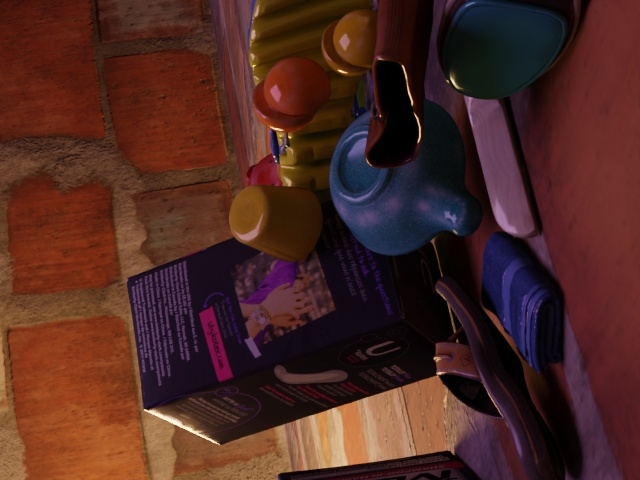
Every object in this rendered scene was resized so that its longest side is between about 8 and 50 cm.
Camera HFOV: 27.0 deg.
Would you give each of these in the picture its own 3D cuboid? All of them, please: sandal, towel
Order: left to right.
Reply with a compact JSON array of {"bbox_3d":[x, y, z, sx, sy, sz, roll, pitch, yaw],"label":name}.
[{"bbox_3d":[-0.009,-0.156,1.324,0.138,0.126,0.317,-104,11,-61],"label":"sandal"},{"bbox_3d":[0.125,0.109,1.030,0.090,0.060,0.219,48,-166,-44],"label":"sandal"},{"bbox_3d":[0.148,0.043,0.996,0.119,0.029,0.067,-113,18,-65],"label":"towel"}]

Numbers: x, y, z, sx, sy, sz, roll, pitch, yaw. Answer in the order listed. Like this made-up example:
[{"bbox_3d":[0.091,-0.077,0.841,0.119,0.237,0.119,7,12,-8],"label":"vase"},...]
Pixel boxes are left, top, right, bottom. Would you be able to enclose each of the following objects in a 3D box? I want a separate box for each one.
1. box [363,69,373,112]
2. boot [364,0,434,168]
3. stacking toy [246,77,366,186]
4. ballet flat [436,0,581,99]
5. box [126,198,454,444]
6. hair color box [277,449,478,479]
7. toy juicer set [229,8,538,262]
[{"bbox_3d":[0.073,-0.127,1.334,0.109,0.042,0.178,-161,65,-81],"label":"box"},{"bbox_3d":[0.048,-0.228,0.897,0.264,0.096,0.280,94,-175,-60],"label":"boot"},{"bbox_3d":[-0.024,-0.175,1.556,0.309,0.130,0.279,-95,5,-46],"label":"stacking toy"},{"bbox_3d":[0.127,-0.171,0.815,0.248,0.086,0.086,108,154,-70],"label":"ballet flat"},{"bbox_3d":[-0.026,0.078,1.281,0.165,0.270,0.143,40,-145,-58],"label":"box"},{"bbox_3d":[0.077,0.294,1.189,0.374,0.185,0.113,-147,50,-80],"label":"hair color box"},{"bbox_3d":[0.065,-0.091,1.113,0.329,0.089,0.209,-4,78,44],"label":"toy juicer set"}]
